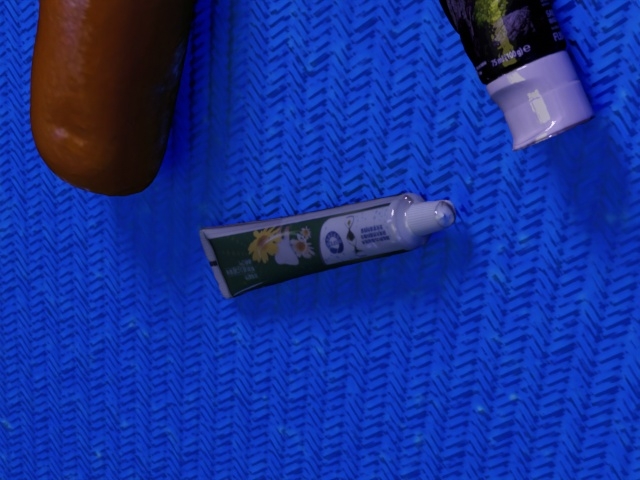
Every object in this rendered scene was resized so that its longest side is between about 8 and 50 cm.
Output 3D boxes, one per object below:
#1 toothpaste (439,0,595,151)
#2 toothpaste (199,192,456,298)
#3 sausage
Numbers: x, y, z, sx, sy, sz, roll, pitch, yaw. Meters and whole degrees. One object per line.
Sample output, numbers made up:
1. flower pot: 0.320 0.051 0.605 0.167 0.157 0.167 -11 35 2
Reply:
1. toothpaste: 0.077 -0.140 0.828 0.071 0.045 0.193 -22 90 45
2. toothpaste: 0.000 0.000 0.972 0.204 0.031 0.049 -13 102 45
3. sausage: -0.122 -0.129 0.968 0.098 0.098 0.238 32 130 24
